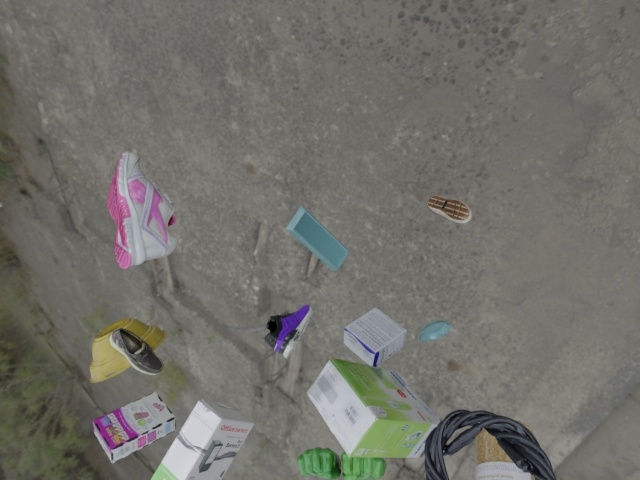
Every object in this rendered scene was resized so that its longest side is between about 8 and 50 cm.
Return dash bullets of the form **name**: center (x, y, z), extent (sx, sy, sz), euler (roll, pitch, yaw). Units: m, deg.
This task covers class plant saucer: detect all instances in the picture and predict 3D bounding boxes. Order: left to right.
- **plant saucer**: center (0.000, 0.000, 1.103), extent (0.018, 0.067, 0.192), euler (17, 160, 51)
- **plant saucer**: center (0.389, 0.305, 1.613), extent (0.119, 0.119, 0.021), euler (105, 153, -46)

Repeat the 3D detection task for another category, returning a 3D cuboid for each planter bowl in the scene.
- **planter bowl**: center (-0.523, 0.265, 1.231), extent (0.217, 0.217, 0.090), euler (-10, 111, 51)

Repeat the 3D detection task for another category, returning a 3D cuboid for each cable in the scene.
- **cable**: center (0.215, 0.294, 0.591), extent (0.047, 0.150, 0.185), euler (34, 151, -33)

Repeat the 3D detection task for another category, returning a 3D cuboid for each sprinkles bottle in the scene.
- **sprinkles bottle**: center (0.357, 0.530, 0.890), extent (0.121, 0.355, 0.121), euler (8, 138, 7)

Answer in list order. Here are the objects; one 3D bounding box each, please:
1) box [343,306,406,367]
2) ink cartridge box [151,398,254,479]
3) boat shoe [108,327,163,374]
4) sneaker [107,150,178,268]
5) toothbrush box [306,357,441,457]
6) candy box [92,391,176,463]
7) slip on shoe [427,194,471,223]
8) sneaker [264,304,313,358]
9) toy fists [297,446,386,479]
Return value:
- **box**: center (0.158, 0.282, 1.371), extent (0.126, 0.137, 0.072), euler (35, 137, 37)
- **ink cartridge box**: center (-0.364, 0.659, 1.481), extent (0.115, 0.272, 0.198), euler (25, 169, 32)
- **boat shoe**: center (-0.438, 0.268, 1.128), extent (0.152, 0.056, 0.049), euler (42, 133, -17)
- **sneaker**: center (-0.343, -0.061, 0.915), extent (0.103, 0.111, 0.252), euler (-42, 57, 46)
- **toothbrush box**: center (0.138, 0.424, 1.184), extent (0.122, 0.283, 0.206), euler (-56, 42, 10)
- **candy box**: center (-0.655, 0.654, 1.662), extent (0.159, 0.233, 0.071), euler (31, 125, 38)
- **slip on shoe**: center (0.317, -0.071, 1.139), extent (0.041, 0.051, 0.135), euler (35, 177, -37)
- **sneaker**: center (-0.132, 0.328, 1.869), extent (0.146, 0.293, 0.102), euler (26, 121, 6)
- **toy fists**: center (0.065, 0.698, 1.461), extent (0.279, 0.096, 0.142), euler (-5, 143, 19)
